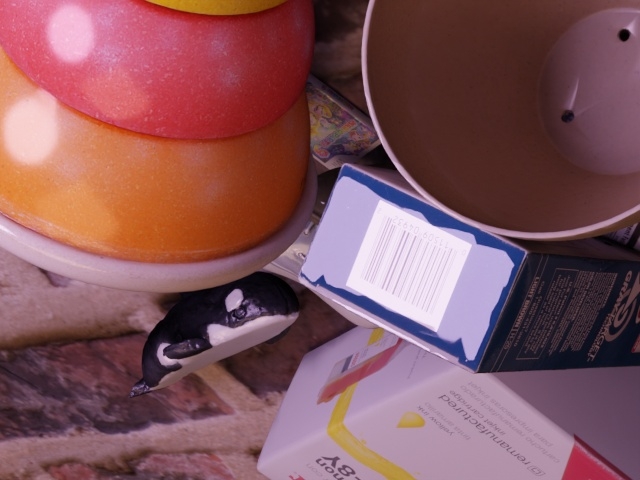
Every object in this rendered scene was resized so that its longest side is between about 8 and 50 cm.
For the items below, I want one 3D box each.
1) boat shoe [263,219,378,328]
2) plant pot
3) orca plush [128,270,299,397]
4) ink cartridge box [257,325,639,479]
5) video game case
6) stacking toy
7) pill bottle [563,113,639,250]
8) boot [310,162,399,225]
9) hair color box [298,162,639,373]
[{"bbox_3d":[0.000,0.001,1.915,0.227,0.079,0.081,33,136,-19],"label":"boat shoe"},{"bbox_3d":[0.196,-0.130,1.479,0.284,0.284,0.191,8,176,25],"label":"plant pot"},{"bbox_3d":[-0.121,0.076,2.106,0.151,0.102,0.287,-12,168,-23],"label":"orca plush"},{"bbox_3d":[0.161,0.196,1.982,0.279,0.160,0.385,37,144,-16],"label":"ink cartridge box"},{"bbox_3d":[-0.008,-0.114,1.815,0.122,0.011,0.087,36,144,-15],"label":"video game case"},{"bbox_3d":[-0.114,-0.230,1.556,0.351,0.350,0.479,24,126,3],"label":"stacking toy"},{"bbox_3d":[0.249,-0.056,1.642,0.194,0.108,0.108,23,146,4],"label":"pill bottle"},{"bbox_3d":[0.076,-0.085,1.735,0.190,0.076,0.208,0,149,2],"label":"boot"},{"bbox_3d":[0.149,0.026,1.612,0.174,0.105,0.347,28,-168,28],"label":"hair color box"}]
